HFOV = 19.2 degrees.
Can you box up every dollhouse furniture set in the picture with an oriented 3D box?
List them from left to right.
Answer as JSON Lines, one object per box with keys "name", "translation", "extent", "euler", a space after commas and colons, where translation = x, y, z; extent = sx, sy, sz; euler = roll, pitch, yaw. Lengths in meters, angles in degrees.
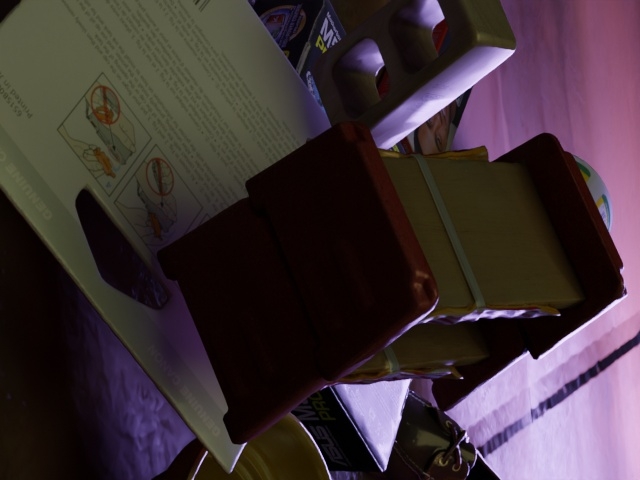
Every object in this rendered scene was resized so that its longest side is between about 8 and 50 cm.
{"name": "dollhouse furniture set", "translation": [0.001, -0.091, 1.068], "extent": [0.201, 0.152, 0.374], "euler": [1, 61, -49]}

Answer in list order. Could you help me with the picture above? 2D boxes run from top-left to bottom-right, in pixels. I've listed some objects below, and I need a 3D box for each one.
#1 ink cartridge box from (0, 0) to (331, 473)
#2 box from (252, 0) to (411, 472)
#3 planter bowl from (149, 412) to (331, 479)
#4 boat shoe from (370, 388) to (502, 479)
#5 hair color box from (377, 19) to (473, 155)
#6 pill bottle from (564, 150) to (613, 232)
{"name": "ink cartridge box", "translation": [-0.092, -0.041, 1.071], "extent": [0.275, 0.060, 0.239], "euler": [55, 45, -24]}
{"name": "box", "translation": [0.000, 0.000, 1.318], "extent": [0.270, 0.060, 0.216], "euler": [60, 37, -42]}
{"name": "planter bowl", "translation": [-0.072, 0.205, 1.122], "extent": [0.217, 0.090, 0.217], "euler": [8, 82, -63]}
{"name": "boat shoe", "translation": [0.088, 0.164, 1.464], "extent": [0.207, 0.073, 0.073], "euler": [47, 48, -50]}
{"name": "hair color box", "translation": [0.078, -0.106, 1.498], "extent": [0.072, 0.043, 0.141], "euler": [64, 35, -39]}
{"name": "pill bottle", "translation": [0.160, 0.010, 1.566], "extent": [0.208, 0.118, 0.117], "euler": [-46, 128, -55]}
